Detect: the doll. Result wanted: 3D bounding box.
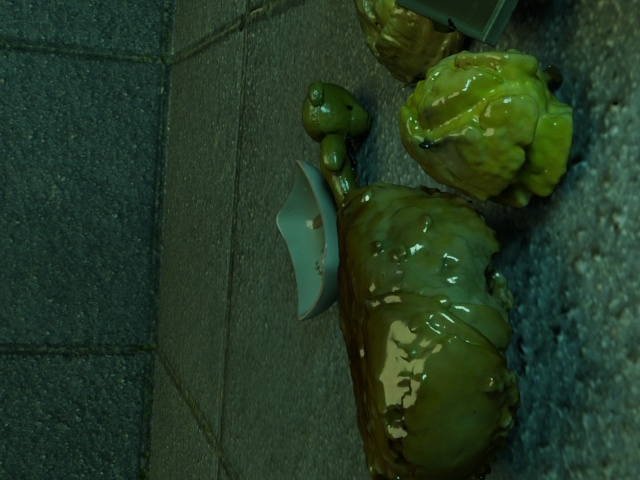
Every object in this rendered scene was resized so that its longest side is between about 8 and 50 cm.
[{"bbox_3d":[0.037,-0.128,1.102,0.137,0.097,0.209,-8,-97,-80],"label":"doll"}]

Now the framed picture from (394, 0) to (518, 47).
[{"bbox_3d":[0.171,-0.332,0.719,0.281,0.019,0.209,-63,29,18],"label":"framed picture"}]

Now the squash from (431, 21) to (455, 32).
[{"bbox_3d":[0.167,-0.287,0.773,0.183,0.052,0.052,-59,34,33],"label":"squash"}]

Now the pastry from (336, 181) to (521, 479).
[{"bbox_3d":[0.106,0.087,0.748,0.255,0.162,0.310,96,169,-54],"label":"pastry"}]

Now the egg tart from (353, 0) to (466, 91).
[{"bbox_3d":[0.098,-0.293,0.924,0.232,0.099,0.252,114,147,-52],"label":"egg tart"}]

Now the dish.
[{"bbox_3d":[0.000,0.000,1.168,0.151,0.077,0.212,112,151,-46],"label":"dish"}]

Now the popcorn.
[{"bbox_3d":[0.150,-0.103,0.706,0.167,0.152,0.148,28,146,43],"label":"popcorn"}]
